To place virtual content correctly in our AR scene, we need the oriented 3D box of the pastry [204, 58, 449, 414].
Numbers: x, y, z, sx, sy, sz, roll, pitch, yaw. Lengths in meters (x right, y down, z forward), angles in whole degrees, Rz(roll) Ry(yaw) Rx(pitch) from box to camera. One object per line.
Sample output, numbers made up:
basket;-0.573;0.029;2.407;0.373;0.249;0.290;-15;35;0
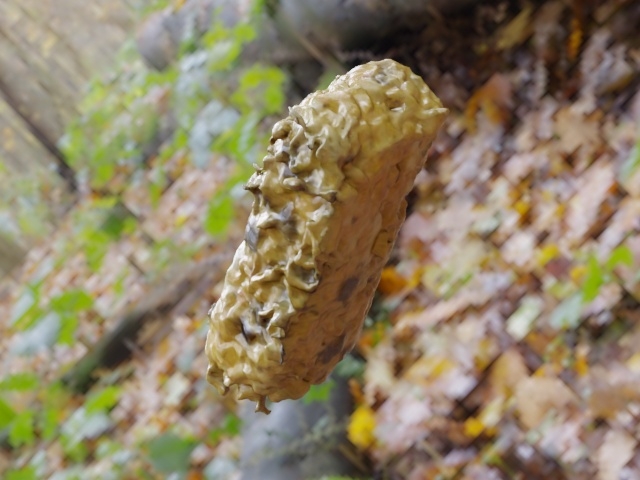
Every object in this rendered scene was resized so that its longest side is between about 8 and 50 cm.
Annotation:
pastry;0.000;0.000;0.623;0.080;0.056;0.140;-35;-24;-40
